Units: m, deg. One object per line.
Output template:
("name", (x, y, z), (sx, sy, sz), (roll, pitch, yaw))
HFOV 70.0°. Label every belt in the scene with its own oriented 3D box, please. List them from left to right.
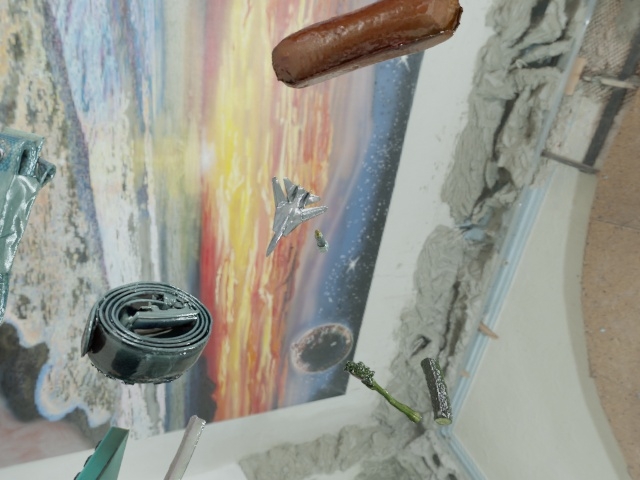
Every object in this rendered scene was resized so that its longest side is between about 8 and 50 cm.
("belt", (-0.447, -0.006, 0.619), (0.087, 0.072, 0.302), (63, 42, -81))
("belt", (-0.337, 0.173, 0.892), (0.206, 0.267, 0.116), (38, -70, 19))

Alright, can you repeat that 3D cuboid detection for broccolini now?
("broccolini", (0.164, 0.376, 1.156), (0.057, 0.254, 0.071), (-48, -164, 15))

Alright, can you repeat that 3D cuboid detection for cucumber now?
("cucumber", (0.324, 0.416, 1.268), (0.187, 0.058, 0.058), (-95, -162, -47))

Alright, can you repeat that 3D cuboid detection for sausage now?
("sausage", (0.074, -0.350, 0.790), (0.102, 0.330, 0.102), (-14, 90, -77))

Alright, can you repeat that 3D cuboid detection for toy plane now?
("toy plane", (-0.117, -0.063, 1.517), (0.267, 0.212, 0.088), (-62, -168, -5))

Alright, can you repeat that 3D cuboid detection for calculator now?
("calculator", (-0.463, 0.534, 0.890), (0.248, 0.058, 0.274), (-106, -147, -77))

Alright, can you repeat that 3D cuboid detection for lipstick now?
("lipstick", (0.000, 0.000, 1.374), (0.116, 0.037, 0.037), (66, 8, -63))

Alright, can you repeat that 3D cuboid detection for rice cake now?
("rice cake", (-0.369, 0.576, 1.224), (0.036, 0.047, 0.206), (-15, -132, 51))
